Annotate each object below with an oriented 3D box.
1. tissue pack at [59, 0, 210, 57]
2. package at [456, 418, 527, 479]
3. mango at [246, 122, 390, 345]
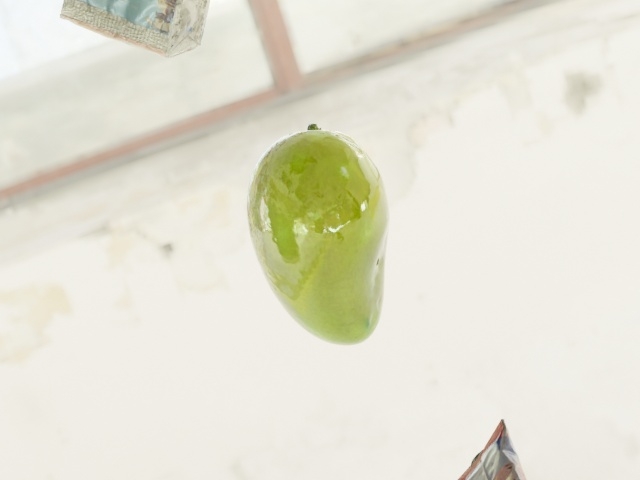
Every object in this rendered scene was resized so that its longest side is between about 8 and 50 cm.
[{"bbox_3d":[-0.136,-0.177,1.296,0.094,0.059,0.074,21,-161,13],"label":"tissue pack"},{"bbox_3d":[0.163,0.240,1.582,0.083,0.022,0.200,-53,-162,15],"label":"package"},{"bbox_3d":[-0.005,-0.007,1.999,0.149,0.273,0.185,-26,-130,-24],"label":"mango"}]
